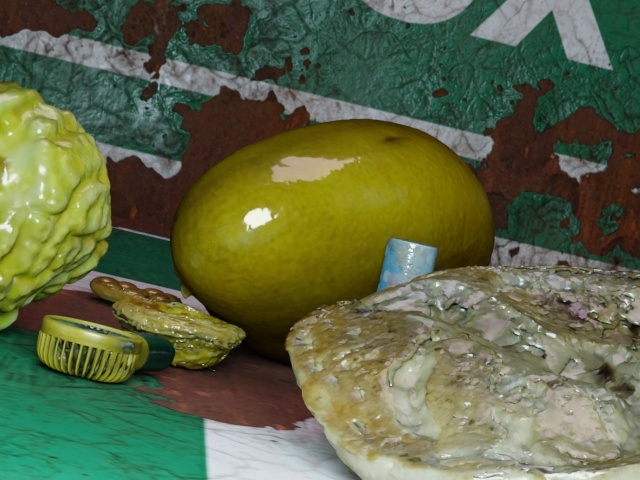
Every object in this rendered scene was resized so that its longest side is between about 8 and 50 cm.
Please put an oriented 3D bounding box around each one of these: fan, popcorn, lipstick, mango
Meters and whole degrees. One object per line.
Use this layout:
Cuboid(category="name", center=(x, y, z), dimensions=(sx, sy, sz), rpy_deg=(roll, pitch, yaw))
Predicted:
Cuboid(category="fan", center=(-0.168, 0.091, 1.523), dimensions=(0.082, 0.039, 0.155), rpy_deg=(14, 1, 28))
Cuboid(category="popcorn", center=(-0.308, -0.045, 1.597), dimensions=(0.251, 0.206, 0.237), rpy_deg=(46, -36, 8))
Cuboid(category="lipstick", center=(0.065, 0.078, 1.671), dimensions=(0.048, 0.157, 0.048), rpy_deg=(13, 3, -1))
Cuboid(category="mango", center=(0.000, 0.000, 1.825), dimensions=(0.301, 0.220, 0.445), rpy_deg=(-28, -19, 25))

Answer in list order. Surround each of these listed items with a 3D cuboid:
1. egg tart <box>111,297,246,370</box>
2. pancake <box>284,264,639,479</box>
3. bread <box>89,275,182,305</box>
Cuboid(category="egg tart", center=(-0.128, 0.085, 1.686), dimensions=(0.130, 0.052, 0.130), rpy_deg=(13, 1, 0))
Cuboid(category="pancake", center=(0.164, 0.101, 1.359), dimensions=(0.387, 0.082, 0.387), rpy_deg=(-1, 20, 0))
Cuboid(category="bread", center=(-0.202, 0.062, 2.061), dimensions=(0.110, 0.024, 0.110), rpy_deg=(14, 4, -1))
